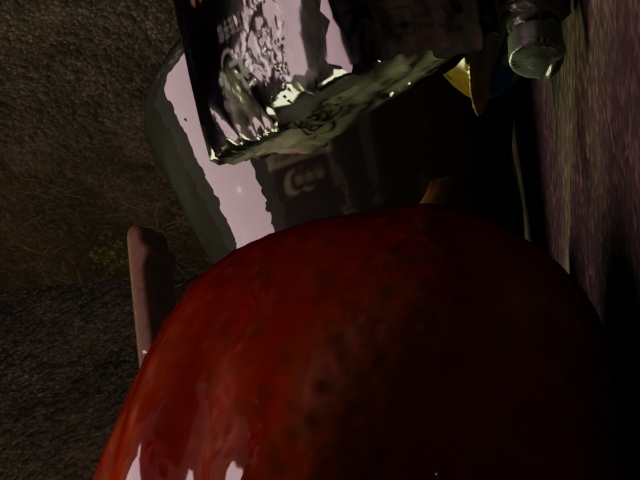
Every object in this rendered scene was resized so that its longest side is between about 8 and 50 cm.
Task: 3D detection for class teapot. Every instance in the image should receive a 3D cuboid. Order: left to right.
[{"bbox_3d":[0.000,0.000,1.405,0.306,0.376,0.361,28,-137,-47],"label":"teapot"}]

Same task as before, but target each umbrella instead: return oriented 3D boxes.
[{"bbox_3d":[0.121,-0.172,1.018,0.046,0.050,0.188,116,158,-50],"label":"umbrella"}]

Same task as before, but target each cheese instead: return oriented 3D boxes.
[{"bbox_3d":[0.112,-0.178,1.177,0.270,0.069,0.177,-58,-31,-69],"label":"cheese"}]

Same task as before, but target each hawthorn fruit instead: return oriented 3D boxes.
[{"bbox_3d":[0.031,0.098,0.932,0.287,0.287,0.330,83,-162,-56],"label":"hawthorn fruit"}]

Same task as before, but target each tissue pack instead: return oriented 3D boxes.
[{"bbox_3d":[-0.026,-0.226,1.093,0.245,0.123,0.332,-27,77,64],"label":"tissue pack"}]

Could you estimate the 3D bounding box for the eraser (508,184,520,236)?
[{"bbox_3d":[0.161,0.084,1.637,0.144,0.043,0.311,-92,-3,-56],"label":"eraser"}]
